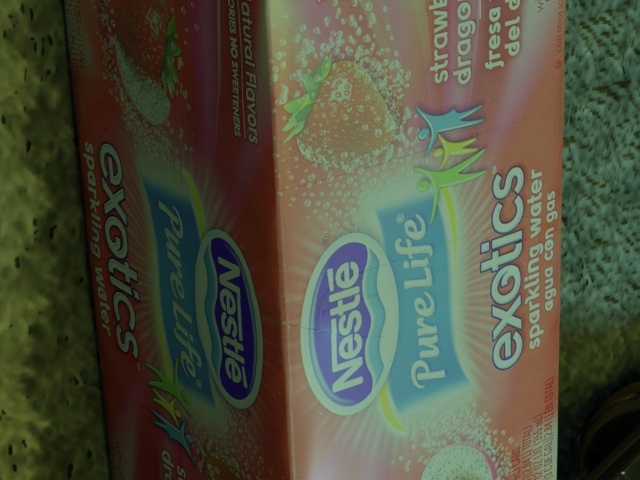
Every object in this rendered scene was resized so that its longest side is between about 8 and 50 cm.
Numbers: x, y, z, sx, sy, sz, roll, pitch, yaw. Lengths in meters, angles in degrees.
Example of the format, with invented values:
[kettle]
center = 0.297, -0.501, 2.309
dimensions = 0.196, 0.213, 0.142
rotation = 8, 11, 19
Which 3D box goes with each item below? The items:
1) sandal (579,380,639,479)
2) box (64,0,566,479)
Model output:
[sandal]
center = 0.185, 0.109, 0.946
dimensions = 0.219, 0.060, 0.090
rotation = -48, 137, -33
[box]
center = 0.000, 0.000, 0.683
dimensions = 0.142, 0.154, 0.300
rotation = -18, 119, -33
